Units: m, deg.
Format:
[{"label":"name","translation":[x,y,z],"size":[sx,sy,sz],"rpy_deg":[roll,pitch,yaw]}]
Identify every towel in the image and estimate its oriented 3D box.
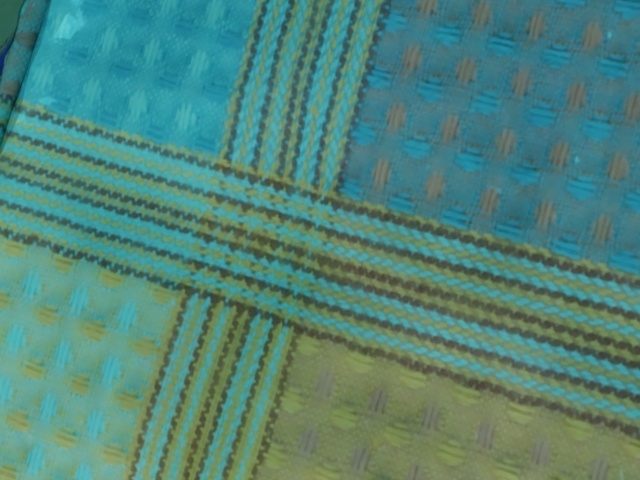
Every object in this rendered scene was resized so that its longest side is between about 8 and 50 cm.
[{"label":"towel","translation":[0.011,0.045,0.419],"size":[0.271,0.040,0.370],"rpy_deg":[14,88,24]}]

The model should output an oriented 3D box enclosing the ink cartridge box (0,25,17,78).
[{"label":"ink cartridge box","translation":[0.000,0.000,0.508],"size":[0.224,0.045,0.223],"rpy_deg":[38,90,3]}]
